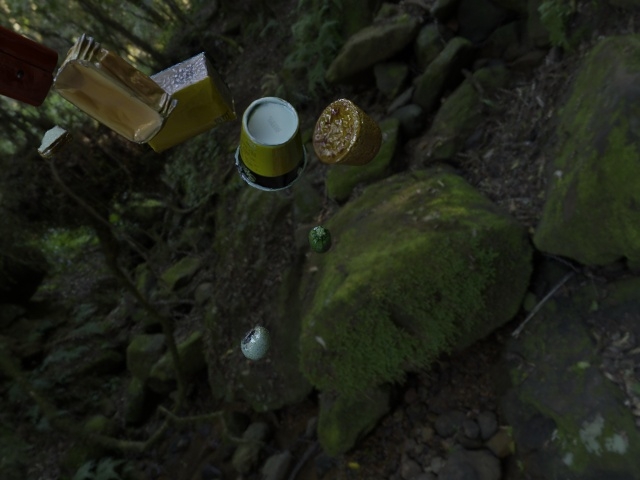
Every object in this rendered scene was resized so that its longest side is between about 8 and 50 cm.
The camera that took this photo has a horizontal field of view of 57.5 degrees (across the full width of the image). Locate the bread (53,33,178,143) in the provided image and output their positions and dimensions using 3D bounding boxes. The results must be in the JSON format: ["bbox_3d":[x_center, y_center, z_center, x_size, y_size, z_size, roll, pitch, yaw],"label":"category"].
[{"bbox_3d":[-0.453,-0.329,1.294,0.136,0.241,0.107,-32,40,37],"label":"bread"}]

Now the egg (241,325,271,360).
[{"bbox_3d":[-0.182,0.292,1.664,0.085,0.085,0.110,-70,1,-52],"label":"egg"}]

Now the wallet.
[{"bbox_3d":[-0.681,-0.387,1.301,0.142,0.045,0.204,-66,-12,5],"label":"wallet"}]

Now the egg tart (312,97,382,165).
[{"bbox_3d":[0.087,-0.314,1.787,0.202,0.147,0.203,-12,72,42],"label":"egg tart"}]

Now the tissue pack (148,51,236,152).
[{"bbox_3d":[-0.398,-0.385,1.667,0.270,0.192,0.134,-23,56,8],"label":"tissue pack"}]

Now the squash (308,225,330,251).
[{"bbox_3d":[0.000,0.000,1.851,0.077,0.068,0.219,-58,-8,-9],"label":"squash"}]

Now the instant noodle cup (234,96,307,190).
[{"bbox_3d":[-0.139,-0.276,1.623,0.216,0.215,0.236,-55,-7,-17],"label":"instant noodle cup"}]

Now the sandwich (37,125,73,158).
[{"bbox_3d":[-0.787,-0.287,1.712,0.093,0.036,0.105,22,65,39],"label":"sandwich"}]
